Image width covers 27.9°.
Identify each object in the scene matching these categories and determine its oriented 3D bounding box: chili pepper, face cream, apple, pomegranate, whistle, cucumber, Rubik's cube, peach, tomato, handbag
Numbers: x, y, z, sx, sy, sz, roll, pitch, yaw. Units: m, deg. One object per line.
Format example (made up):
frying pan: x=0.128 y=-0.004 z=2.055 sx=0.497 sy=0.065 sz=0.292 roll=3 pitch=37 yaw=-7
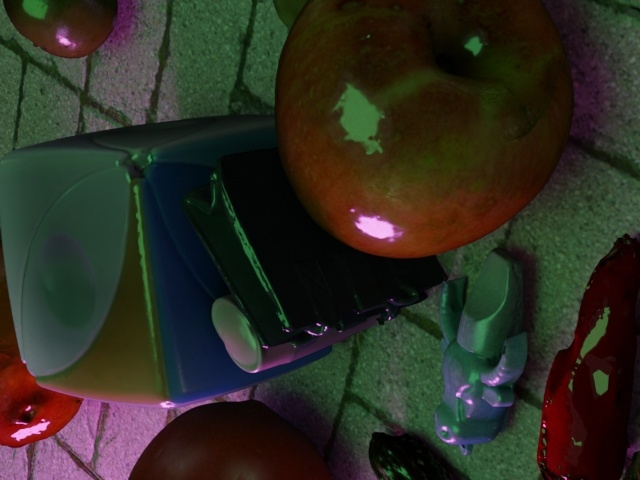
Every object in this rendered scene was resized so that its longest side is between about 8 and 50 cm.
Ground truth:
chili pepper: x=0.312 y=0.178 z=1.484 sx=0.110 sy=0.110 sz=0.388 roll=21 pitch=114 yaw=39
face cream: x=-0.014 y=0.092 z=1.656 sx=0.107 sy=0.269 sz=0.073 roll=56 pitch=133 yaw=18
apple: x=0.105 y=-0.149 z=1.436 sx=0.339 sy=0.339 sz=0.340 roll=14 pitch=111 yaw=41
pomegranate: x=-0.380 y=-0.376 z=1.956 sx=0.210 sy=0.179 sz=0.179 roll=-42 pitch=71 yaw=30
whistle: x=0.203 y=0.144 z=1.589 sx=0.186 sy=0.093 sz=0.274 roll=-134 pitch=49 yaw=-60
cucumber: x=0.178 y=0.389 z=1.688 sx=0.359 sy=0.096 sz=0.096 roll=56 pitch=133 yaw=21
Rubik's cube: x=-0.205 y=0.017 z=1.764 sx=0.347 sy=0.351 sz=0.352 roll=4 pitch=107 yaw=44
peach: x=-0.525 y=0.167 z=2.160 sx=0.372 sy=0.290 sz=0.373 roll=13 pitch=107 yaw=50
tomato: x=-0.128 y=0.382 z=1.848 sx=0.321 sy=0.321 sz=0.322 roll=14 pitch=111 yaw=41
handbag: x=-0.001 y=-0.001 z=1.580 sx=0.089 sy=0.326 sz=0.238 roll=-38 pitch=74 yaw=37

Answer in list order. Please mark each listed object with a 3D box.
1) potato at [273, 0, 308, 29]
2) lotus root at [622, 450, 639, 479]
potato: x=0.018 y=-0.317 z=1.611 sx=0.194 sy=0.157 sz=0.157 roll=27 pitch=120 yaw=52
lotus root: x=0.420 y=0.304 z=1.398 sx=0.214 sy=0.138 sz=0.138 roll=33 pitch=123 yaw=34
